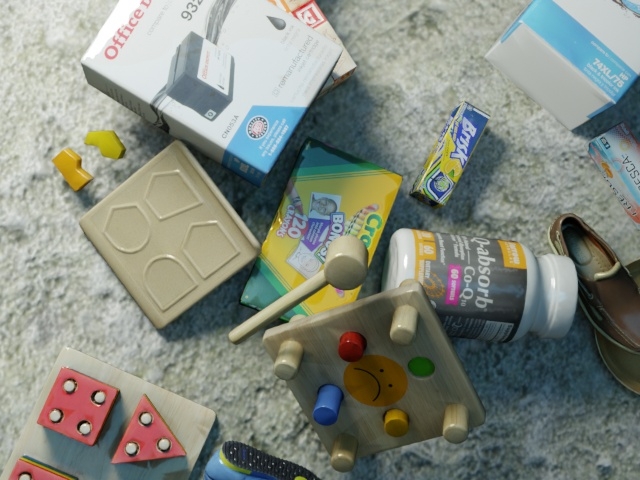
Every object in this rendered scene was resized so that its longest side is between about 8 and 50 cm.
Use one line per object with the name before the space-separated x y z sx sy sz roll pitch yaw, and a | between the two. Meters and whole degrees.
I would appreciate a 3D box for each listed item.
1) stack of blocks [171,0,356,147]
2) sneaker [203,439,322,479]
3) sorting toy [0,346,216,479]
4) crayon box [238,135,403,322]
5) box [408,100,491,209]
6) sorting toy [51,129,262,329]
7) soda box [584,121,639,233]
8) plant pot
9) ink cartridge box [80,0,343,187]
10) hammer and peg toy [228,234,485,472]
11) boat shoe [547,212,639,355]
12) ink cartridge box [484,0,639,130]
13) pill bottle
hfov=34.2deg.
stack of blocks | -0.116 -0.257 1.631 0.297 0.087 0.171 -32 89 -10
sneaker | -0.078 0.379 1.589 0.209 0.069 0.082 26 114 -13
sorting toy | -0.320 0.324 1.541 0.256 0.089 0.257 25 81 -5
crayon box | 0.000 0.000 1.622 0.165 0.081 0.278 22 81 -4
box | 0.208 -0.137 1.676 0.054 0.059 0.169 29 81 -6
sorting toy | -0.255 -0.045 1.574 0.229 0.041 0.307 -37 90 20
soda box | 0.515 -0.101 1.714 0.063 0.058 0.183 -32 88 -10
plant pot | 0.556 0.141 1.707 0.236 0.032 0.236 1 85 -8
ink cartridge box | -0.157 -0.255 1.515 0.307 0.129 0.223 31 82 -3
hammer and peg toy | 0.050 0.156 1.496 0.266 0.127 0.361 -20 115 21
boat shoe | 0.445 0.067 1.639 0.095 0.095 0.257 -36 75 -4
ink cartridge box | 0.441 -0.354 1.661 0.197 0.198 0.270 41 81 -1
pill bottle | 0.241 0.073 1.606 0.279 0.162 0.162 6 83 -7
